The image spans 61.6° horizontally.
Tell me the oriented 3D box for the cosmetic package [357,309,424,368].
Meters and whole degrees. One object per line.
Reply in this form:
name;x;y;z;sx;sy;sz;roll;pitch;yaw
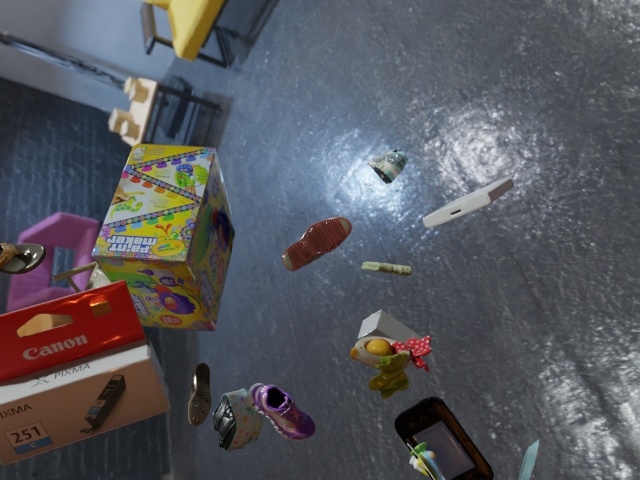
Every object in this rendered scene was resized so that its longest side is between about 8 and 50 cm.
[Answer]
cosmetic package;0.279;0.385;2.091;0.127;0.238;0.107;-44;19;46

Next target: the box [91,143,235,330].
box;-0.306;0.000;1.131;0.290;0.177;0.279;89;-174;-56

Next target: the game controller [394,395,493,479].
game controller;0.354;0.598;1.544;0.166;0.319;0.067;-35;6;6

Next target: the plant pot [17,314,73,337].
plant pot;-0.767;0.320;1.521;0.291;0.203;0.291;-13;54;19

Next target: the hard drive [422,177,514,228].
hard drive;0.521;-0.133;1.865;0.233;0.353;0.047;-24;91;33

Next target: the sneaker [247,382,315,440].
sneaker;-0.103;0.504;1.589;0.104;0.236;0.095;-39;15;48

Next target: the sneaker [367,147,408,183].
sneaker;0.263;-0.281;1.992;0.122;0.110;0.283;-42;12;4

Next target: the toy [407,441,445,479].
toy;0.266;0.488;1.029;0.056;0.137;0.237;-40;53;-5

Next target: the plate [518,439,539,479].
plate;0.627;0.693;1.634;0.024;0.188;0.188;18;95;23

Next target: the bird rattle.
bird rattle;0.204;0.325;1.560;0.207;0.253;0.143;18;117;27

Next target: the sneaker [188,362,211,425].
sneaker;-0.369;0.473;1.644;0.071;0.066;0.188;129;149;-54

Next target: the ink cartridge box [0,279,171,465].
ink cartridge box;-0.437;0.229;0.915;0.066;0.296;0.261;-125;22;-56

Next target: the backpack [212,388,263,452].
backpack;-0.275;0.595;1.803;0.166;0.144;0.188;61;147;39

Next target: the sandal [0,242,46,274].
sandal;-0.841;0.035;1.413;0.060;0.219;0.090;104;172;-64

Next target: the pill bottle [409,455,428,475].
pill bottle;0.342;0.752;1.796;0.083;0.043;0.043;22;98;24

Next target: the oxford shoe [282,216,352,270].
oxford shoe;0.000;0.000;2.117;0.348;0.130;0.123;-30;84;33

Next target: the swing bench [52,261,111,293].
swing bench;-0.546;0.123;1.486;0.253;0.255;0.165;23;143;44

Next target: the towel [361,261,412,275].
towel;0.179;0.075;1.467;0.148;0.110;0.027;175;103;-79
